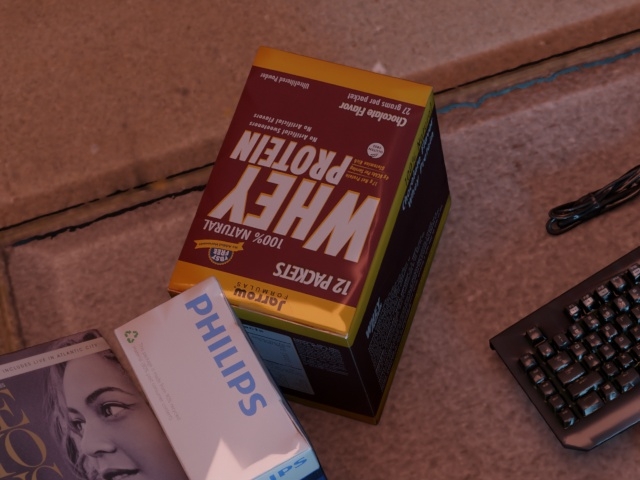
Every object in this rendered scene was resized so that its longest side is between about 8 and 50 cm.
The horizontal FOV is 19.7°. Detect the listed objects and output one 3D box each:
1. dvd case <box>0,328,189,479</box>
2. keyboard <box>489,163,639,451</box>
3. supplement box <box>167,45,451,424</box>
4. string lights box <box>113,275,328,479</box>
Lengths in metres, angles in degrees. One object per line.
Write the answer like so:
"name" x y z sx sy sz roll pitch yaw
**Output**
"dvd case" -0.173 0.167 1.311 0.164 0.018 0.221 -15 58 -41
"keyboard" 0.264 0.004 1.339 0.317 0.033 0.201 -31 52 -5
"supplement box" 0.000 0.000 1.312 0.129 0.194 0.191 15 71 14
"string lights box" -0.049 0.138 1.226 0.077 0.259 0.133 -29 66 -4
